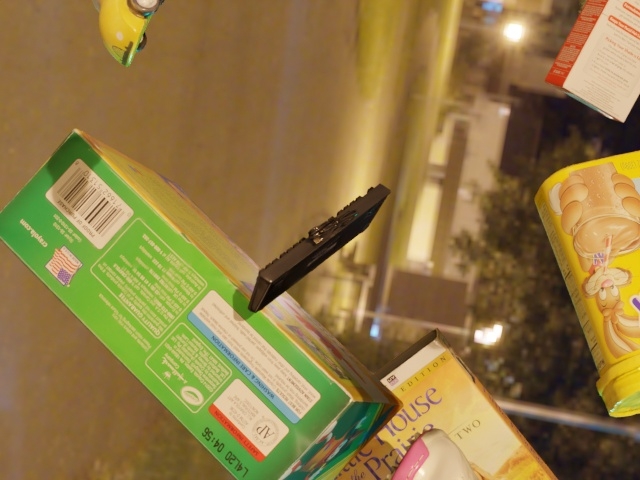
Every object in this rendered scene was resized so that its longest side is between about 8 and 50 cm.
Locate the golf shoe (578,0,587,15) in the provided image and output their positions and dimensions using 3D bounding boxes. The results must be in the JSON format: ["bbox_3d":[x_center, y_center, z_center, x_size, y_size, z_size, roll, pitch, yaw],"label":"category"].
[{"bbox_3d":[0.340,-0.288,1.634,0.069,0.086,0.176,-85,154,-74],"label":"golf shoe"}]

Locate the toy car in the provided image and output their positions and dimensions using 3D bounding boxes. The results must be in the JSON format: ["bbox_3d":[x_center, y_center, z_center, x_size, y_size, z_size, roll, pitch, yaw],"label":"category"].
[{"bbox_3d":[-0.109,-0.268,1.039,0.239,0.053,0.225,-81,-165,-58],"label":"toy car"}]

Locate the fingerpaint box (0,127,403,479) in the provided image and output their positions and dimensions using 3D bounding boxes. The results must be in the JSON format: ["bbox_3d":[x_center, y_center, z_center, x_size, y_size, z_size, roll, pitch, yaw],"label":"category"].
[{"bbox_3d":[-0.135,0.100,1.678,0.163,0.445,0.371,-47,167,3],"label":"fingerpaint box"}]

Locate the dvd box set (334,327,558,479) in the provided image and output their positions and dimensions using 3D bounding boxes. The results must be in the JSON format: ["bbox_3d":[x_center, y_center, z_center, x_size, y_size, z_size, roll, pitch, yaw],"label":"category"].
[{"bbox_3d":[0.170,0.374,1.932,0.307,0.420,0.062,-37,-173,8],"label":"dvd box set"}]

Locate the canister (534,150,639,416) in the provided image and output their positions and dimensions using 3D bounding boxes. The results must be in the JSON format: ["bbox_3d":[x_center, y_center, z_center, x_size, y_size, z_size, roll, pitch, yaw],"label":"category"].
[{"bbox_3d":[0.233,0.025,0.978,0.073,0.126,0.170,104,-28,-64],"label":"canister"}]

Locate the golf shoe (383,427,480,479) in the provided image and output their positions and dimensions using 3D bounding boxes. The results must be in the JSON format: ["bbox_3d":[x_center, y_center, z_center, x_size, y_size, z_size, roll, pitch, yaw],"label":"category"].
[{"bbox_3d":[0.167,0.312,1.660,0.115,0.140,0.306,-56,154,-8],"label":"golf shoe"}]

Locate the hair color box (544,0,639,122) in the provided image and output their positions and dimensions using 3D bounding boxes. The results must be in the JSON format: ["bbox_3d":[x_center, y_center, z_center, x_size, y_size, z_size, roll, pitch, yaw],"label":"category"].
[{"bbox_3d":[0.335,-0.229,1.563,0.167,0.093,0.053,-61,-158,5],"label":"hair color box"}]

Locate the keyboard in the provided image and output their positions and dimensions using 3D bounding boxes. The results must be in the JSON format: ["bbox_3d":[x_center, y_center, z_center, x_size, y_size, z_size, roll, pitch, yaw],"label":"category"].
[{"bbox_3d":[0.000,0.000,1.417,0.180,0.023,0.108,-38,168,-31],"label":"keyboard"}]
